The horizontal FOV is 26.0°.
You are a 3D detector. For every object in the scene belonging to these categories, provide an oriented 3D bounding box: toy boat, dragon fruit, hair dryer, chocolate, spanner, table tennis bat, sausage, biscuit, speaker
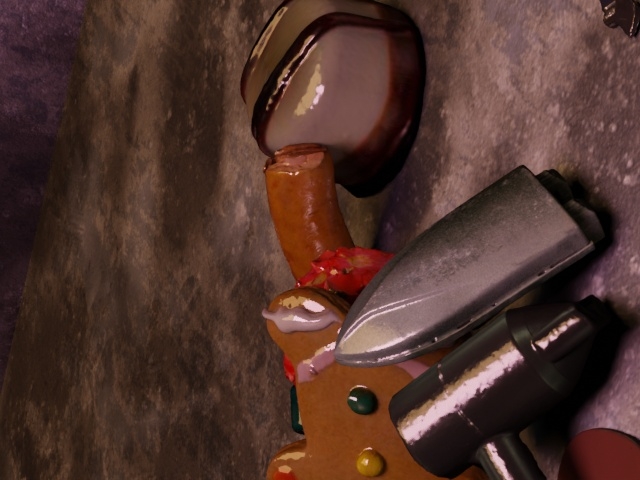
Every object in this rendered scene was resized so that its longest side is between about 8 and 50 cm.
[{"bbox_3d":[0.149,0.041,1.507,0.319,0.092,0.141,-33,40,1],"label":"toy boat"},{"bbox_3d":[0.048,0.139,1.751,0.210,0.205,0.268,9,101,60],"label":"dragon fruit"},{"bbox_3d":[0.241,0.219,1.429,0.244,0.116,0.302,-39,66,22],"label":"hair dryer"},{"bbox_3d":[-0.001,-0.213,1.920,0.283,0.186,0.284,-18,69,61],"label":"chocolate"},{"bbox_3d":[0.305,-0.294,1.535,0.046,0.012,0.209,-60,35,37],"label":"spanner"},{"bbox_3d":[0.316,0.270,1.402,0.246,0.022,0.138,13,96,64],"label":"table tennis bat"},{"bbox_3d":[-0.001,0.001,1.859,0.109,0.108,0.271,32,147,60],"label":"sausage"},{"bbox_3d":[0.065,0.272,1.631,0.283,0.064,0.432,5,108,19],"label":"biscuit"},{"bbox_3d":[-0.005,0.236,1.973,0.094,0.060,0.075,-29,61,57],"label":"speaker"}]
